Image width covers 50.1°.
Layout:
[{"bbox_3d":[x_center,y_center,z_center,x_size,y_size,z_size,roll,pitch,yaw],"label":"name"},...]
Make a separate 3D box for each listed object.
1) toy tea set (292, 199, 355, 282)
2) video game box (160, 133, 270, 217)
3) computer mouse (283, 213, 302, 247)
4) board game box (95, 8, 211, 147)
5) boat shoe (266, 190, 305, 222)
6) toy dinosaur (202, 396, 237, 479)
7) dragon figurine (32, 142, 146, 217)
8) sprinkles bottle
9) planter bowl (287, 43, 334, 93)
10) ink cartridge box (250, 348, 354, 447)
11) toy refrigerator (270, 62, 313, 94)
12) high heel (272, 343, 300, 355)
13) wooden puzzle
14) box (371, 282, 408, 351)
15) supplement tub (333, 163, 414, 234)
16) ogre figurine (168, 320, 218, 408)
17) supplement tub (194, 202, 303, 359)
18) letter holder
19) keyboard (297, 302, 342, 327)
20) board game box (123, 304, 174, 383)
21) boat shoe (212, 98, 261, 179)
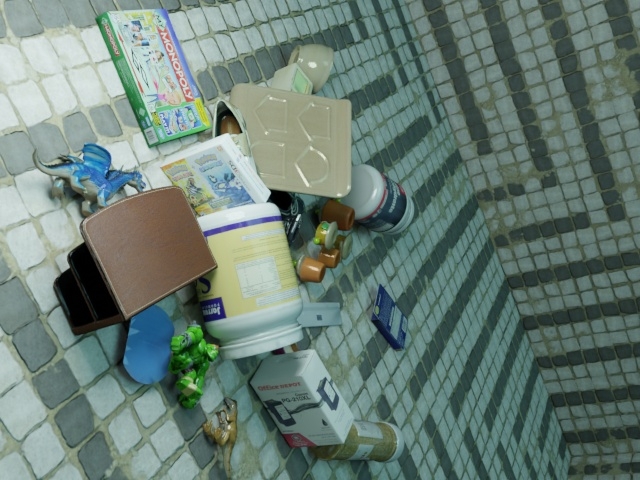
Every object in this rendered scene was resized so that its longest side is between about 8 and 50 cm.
[{"bbox_3d":[0.000,0.000,2.109,0.336,0.124,0.200,-41,141,-60],"label":"toy tea set"},{"bbox_3d":[-0.252,-0.146,1.643,0.187,0.205,0.048,56,38,-28],"label":"video game box"},{"bbox_3d":[-0.156,-0.035,1.829,0.272,0.072,0.189,37,73,-40],"label":"computer mouse"},{"bbox_3d":[-0.399,-0.401,1.673,0.213,0.046,0.317,-35,107,-56],"label":"board game box"},{"bbox_3d":[-0.110,-0.112,1.974,0.254,0.079,0.095,14,62,-56],"label":"boat shoe"},{"bbox_3d":[-0.215,0.460,1.577,0.112,0.064,0.212,37,48,-47],"label":"toy dinosaur"},{"bbox_3d":[-0.478,-0.143,1.392,0.289,0.085,0.144,40,43,-50],"label":"dragon figurine"},{"bbox_3d":[0.110,0.579,1.987,0.355,0.121,0.121,25,56,-51],"label":"sprinkles bottle"},{"bbox_3d":[-0.042,-0.572,2.232,0.109,0.162,0.162,16,60,-24],"label":"planter bowl"},{"bbox_3d":[-0.046,0.410,1.761,0.237,0.172,0.100,61,34,-21],"label":"ink cartridge box"},{"bbox_3d":[-0.101,-0.414,2.107,0.102,0.094,0.270,46,41,-38],"label":"toy refrigerator"},{"bbox_3d":[-0.057,0.309,1.840,0.082,0.117,0.244,-20,94,-58],"label":"high heel"},{"bbox_3d":[-0.090,-0.270,1.916,0.080,0.347,0.322,114,-21,-64],"label":"wooden puzzle"},{"bbox_3d":[0.237,0.269,2.403,0.225,0.036,0.136,53,37,-33],"label":"box"},{"bbox_3d":[0.186,-0.134,2.348,0.272,0.191,0.191,23,58,-52],"label":"supplement tub"},{"bbox_3d":[-0.286,0.264,1.512,0.118,0.096,0.197,-70,141,-54],"label":"ogre figurine"},{"bbox_3d":[-0.177,0.095,1.625,0.241,0.241,0.331,-11,86,-59],"label":"supplement tub"},{"bbox_3d":[-0.390,0.026,1.405,0.302,0.152,0.215,-34,104,-57],"label":"letter holder"},{"bbox_3d":[-0.006,0.223,2.063,0.256,0.014,0.072,7,76,-56],"label":"keyboard"},{"bbox_3d":[-0.374,0.221,1.459,0.133,0.033,0.169,36,53,-53],"label":"board game box"},{"bbox_3d":[-0.231,-0.229,1.764,0.103,0.113,0.302,62,9,-60],"label":"boat shoe"}]
